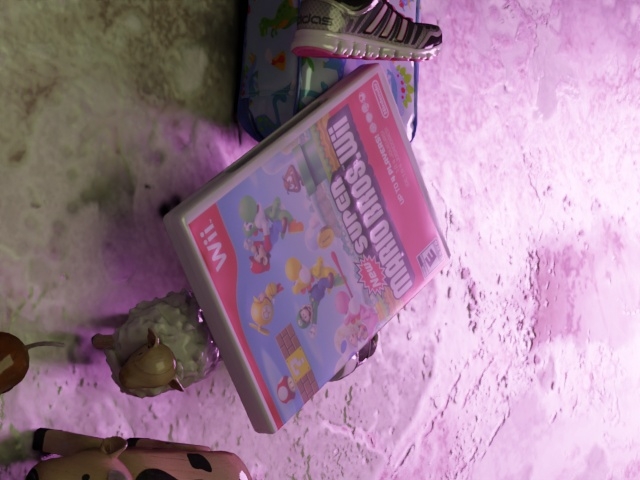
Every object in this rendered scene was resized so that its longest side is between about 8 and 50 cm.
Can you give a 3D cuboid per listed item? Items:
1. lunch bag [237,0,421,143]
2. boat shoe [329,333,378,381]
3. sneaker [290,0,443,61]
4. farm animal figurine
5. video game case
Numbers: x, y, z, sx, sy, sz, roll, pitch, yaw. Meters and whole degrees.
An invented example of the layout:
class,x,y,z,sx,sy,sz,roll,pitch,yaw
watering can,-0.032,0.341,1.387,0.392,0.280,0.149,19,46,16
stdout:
class,x,y,z,sx,sy,sz,roll,pitch,yaw
lunch bag,0.015,-0.182,1.473,0.176,0.090,0.219,2,89,-44
boat shoe,0.006,0.018,1.482,0.070,0.078,0.219,-29,119,-40
sneaker,0.045,-0.193,1.395,0.170,0.063,0.074,-3,98,-42
farm animal figurine,-0.172,0.220,1.232,0.327,0.172,0.330,-11,98,-45
video game case,0.000,0.000,1.366,0.285,0.025,0.204,-41,118,-41
